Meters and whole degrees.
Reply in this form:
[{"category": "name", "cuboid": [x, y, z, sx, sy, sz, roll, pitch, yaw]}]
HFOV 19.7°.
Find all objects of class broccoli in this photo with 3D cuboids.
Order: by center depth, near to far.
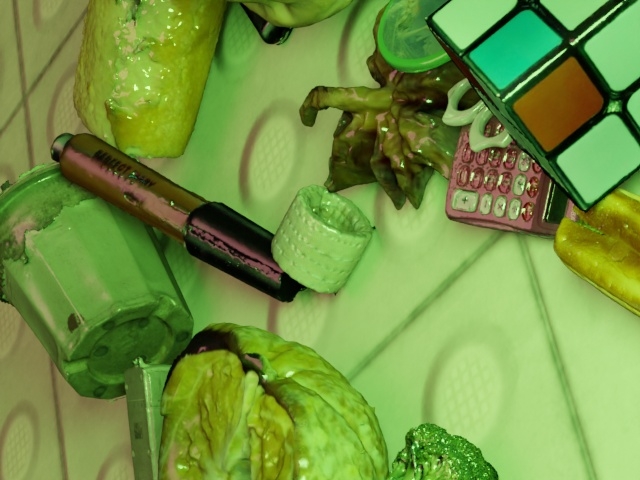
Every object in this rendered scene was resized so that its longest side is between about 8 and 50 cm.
[{"category": "broccoli", "cuboid": [0.119, 0.265, 1.845, 0.162, 0.138, 0.146, 58, 160, 33]}]

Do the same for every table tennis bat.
[{"category": "table tennis bat", "cuboid": [0.164, -0.281, 1.980, 0.257, 0.039, 0.160, -42, 38, 6]}]

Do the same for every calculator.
[{"category": "calculator", "cuboid": [0.215, -0.068, 1.886, 0.190, 0.034, 0.127, 12, 89, 42]}]

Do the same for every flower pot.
[{"category": "flower pot", "cuboid": [-0.306, 0.058, 2.480, 0.290, 0.290, 0.259, -57, 48, 28]}]

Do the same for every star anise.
[{"category": "star anise", "cuboid": [0.088, -0.160, 2.078, 0.292, 0.109, 0.349, -58, 36, 13]}]

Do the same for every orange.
[{"category": "orange", "cuboid": [-0.041, 0.254, 2.018, 0.368, 0.210, 0.271, 43, 116, 53]}]

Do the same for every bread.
[{"category": "bread", "cuboid": [-0.224, -0.311, 2.511, 0.236, 0.165, 0.375, 46, 122, 61]}]

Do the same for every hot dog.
[{"category": "hot dog", "cuboid": [0.309, 0.022, 1.696, 0.100, 0.068, 0.249, -56, 37, 4]}]

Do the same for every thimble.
[{"category": "thimble", "cuboid": [0.000, 0.000, 2.161, 0.090, 0.102, 0.115, -61, 5, 22]}]

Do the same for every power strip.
[{"category": "power strip", "cuboid": [-0.207, 0.283, 2.361, 0.078, 0.052, 0.272, -14, 81, 63]}]

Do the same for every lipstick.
[{"category": "lipstick", "cuboid": [-0.184, -0.037, 2.327, 0.418, 0.077, 0.077, 28, 104, 30]}]

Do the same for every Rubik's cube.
[{"category": "Rubik's cube", "cuboid": [0.235, -0.168, 1.735, 0.167, 0.180, 0.183, -40, 41, 3]}]

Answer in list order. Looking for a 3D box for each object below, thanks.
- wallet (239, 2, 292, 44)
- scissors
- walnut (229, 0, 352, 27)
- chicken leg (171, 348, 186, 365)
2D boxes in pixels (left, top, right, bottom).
[{"category": "wallet", "cuboid": [-0.084, -0.410, 2.506, 0.172, 0.045, 0.318, -65, 34, 23]}, {"category": "scissors", "cuboid": [0.216, -0.183, 1.900, 0.212, 0.021, 0.110, -46, 46, 8]}, {"category": "walnut", "cuboid": [-0.049, -0.427, 2.169, 0.381, 0.381, 0.381, -28, 55, 50]}, {"category": "chicken leg", "cuboid": [-0.125, 0.183, 2.334, 0.253, 0.051, 0.106, -4, 71, 55]}]
